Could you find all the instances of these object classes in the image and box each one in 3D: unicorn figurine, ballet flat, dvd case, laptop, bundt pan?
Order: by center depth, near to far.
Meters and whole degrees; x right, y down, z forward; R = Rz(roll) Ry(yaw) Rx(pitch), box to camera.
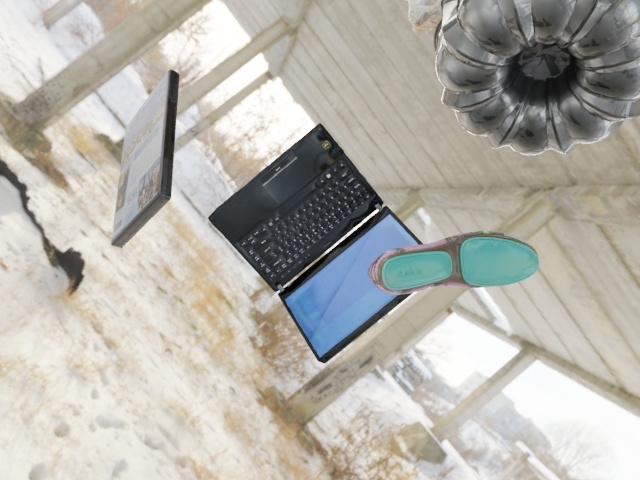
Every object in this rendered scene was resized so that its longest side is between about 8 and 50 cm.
[{"bbox_3d":[0.167,0.026,0.676,0.079,0.222,0.076,-138,-138,-77],"label":"ballet flat"},{"bbox_3d":[0.310,-0.248,0.723,0.331,0.124,0.330,16,-36,12],"label":"bundt pan"},{"bbox_3d":[0.000,0.000,0.779,0.264,0.234,0.136,50,3,-14],"label":"laptop"},{"bbox_3d":[-0.286,-0.134,0.847,0.022,0.180,0.252,19,53,-37],"label":"dvd case"},{"bbox_3d":[0.175,-0.426,0.893,0.060,0.161,0.111,22,-26,-29],"label":"unicorn figurine"}]
